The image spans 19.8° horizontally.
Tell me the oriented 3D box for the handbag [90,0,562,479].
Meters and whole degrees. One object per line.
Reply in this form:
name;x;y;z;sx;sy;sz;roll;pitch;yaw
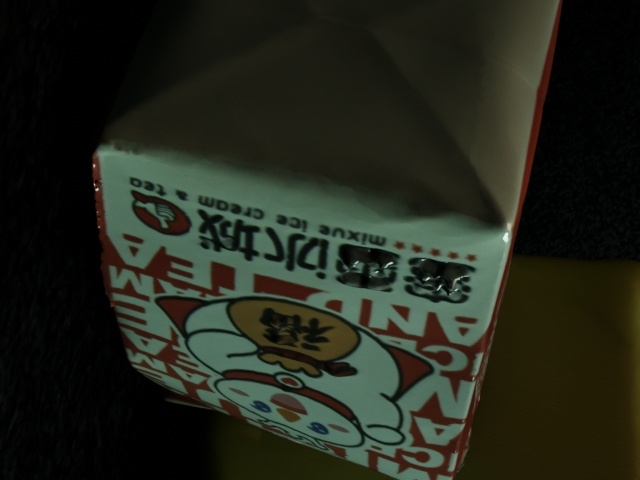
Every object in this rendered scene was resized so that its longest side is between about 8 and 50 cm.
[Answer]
handbag;0.000;0.000;0.800;0.298;0.171;0.151;96;8;-58

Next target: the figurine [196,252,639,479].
figurine;0.047;0.205;1.074;0.378;0.266;0.361;82;29;-64
